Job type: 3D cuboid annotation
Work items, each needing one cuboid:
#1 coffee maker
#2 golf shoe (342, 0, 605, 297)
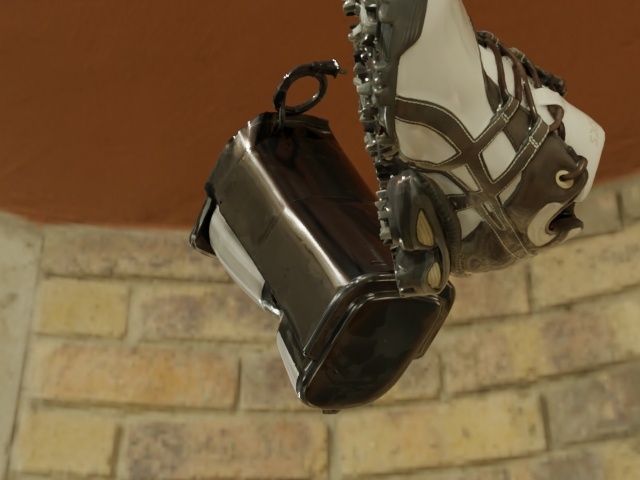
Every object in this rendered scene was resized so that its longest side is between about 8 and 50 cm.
[{"bbox_3d":[0.000,0.000,0.934,0.120,0.178,0.171,-17,-45,-23],"label":"coffee maker"},{"bbox_3d":[0.059,-0.054,0.518,0.093,0.077,0.198,-8,-30,5],"label":"golf shoe"}]
